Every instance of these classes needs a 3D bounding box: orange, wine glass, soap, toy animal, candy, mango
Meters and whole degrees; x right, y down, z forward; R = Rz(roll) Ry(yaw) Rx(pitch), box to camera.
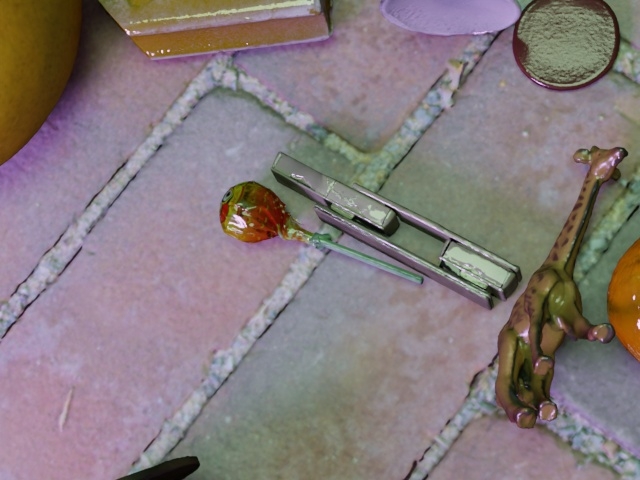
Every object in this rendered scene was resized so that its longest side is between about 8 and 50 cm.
[{"bbox_3d":[0.300,0.048,1.200,0.136,0.117,0.135,-10,72,33],"label":"orange"},{"bbox_3d":[0.121,-0.299,1.337,0.165,0.165,0.196,1,75,13],"label":"wine glass"},{"bbox_3d":[-0.107,-0.253,1.413,0.232,0.073,0.140,-5,67,11],"label":"soap"},{"bbox_3d":[0.203,0.039,1.238,0.054,0.149,0.275,27,48,-8],"label":"toy animal"},{"bbox_3d":[0.000,0.000,1.323,0.201,0.060,0.060,22,78,11],"label":"candy"},{"bbox_3d":[-0.356,-0.241,1.391,0.264,0.221,0.378,-11,81,6],"label":"mango"}]

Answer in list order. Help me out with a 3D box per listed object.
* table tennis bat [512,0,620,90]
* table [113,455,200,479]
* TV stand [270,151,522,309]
[{"bbox_3d":[0.228,-0.211,1.357,0.098,0.019,0.154,2,75,13],"label":"table tennis bat"},{"bbox_3d":[-0.135,0.312,1.197,0.167,0.167,0.226,-24,78,3],"label":"table"},{"bbox_3d":[0.061,-0.011,1.315,0.249,0.036,0.042,28,81,19],"label":"TV stand"}]
